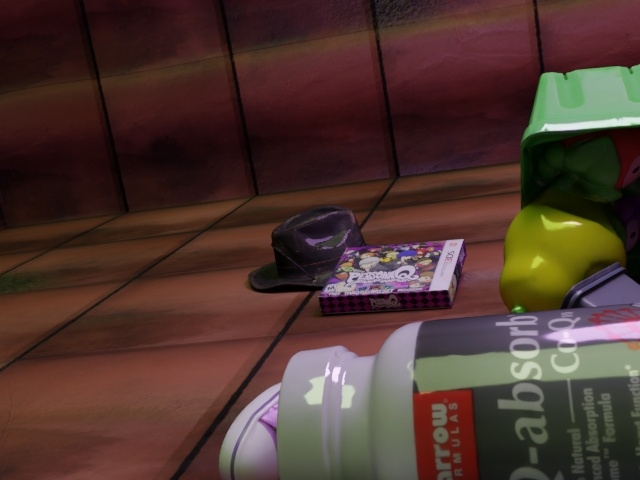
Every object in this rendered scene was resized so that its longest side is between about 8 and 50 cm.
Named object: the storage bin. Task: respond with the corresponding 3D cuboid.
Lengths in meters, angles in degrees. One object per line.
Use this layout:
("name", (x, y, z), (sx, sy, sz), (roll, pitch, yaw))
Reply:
("storage bin", (0.387, 0.105, 1.130), (0.135, 0.098, 0.091), (-19, 43, -37))

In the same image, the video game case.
("video game case", (0.134, 0.063, 1.529), (0.232, 0.041, 0.210), (-4, 22, 20))

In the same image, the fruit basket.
("fruit basket", (0.406, -0.029, 1.273), (0.283, 0.392, 0.392), (-3, 13, 12))

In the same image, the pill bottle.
("pill bottle", (0.161, 0.167, 0.718), (0.363, 0.210, 0.210), (-7, 13, 15))

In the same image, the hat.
("hat", (0.000, 0.000, 1.778), (0.331, 0.134, 0.331), (-9, 11, 2))

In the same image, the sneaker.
("sneaker", (0.036, 0.202, 0.917), (0.282, 0.102, 0.161), (-20, 19, -40))
